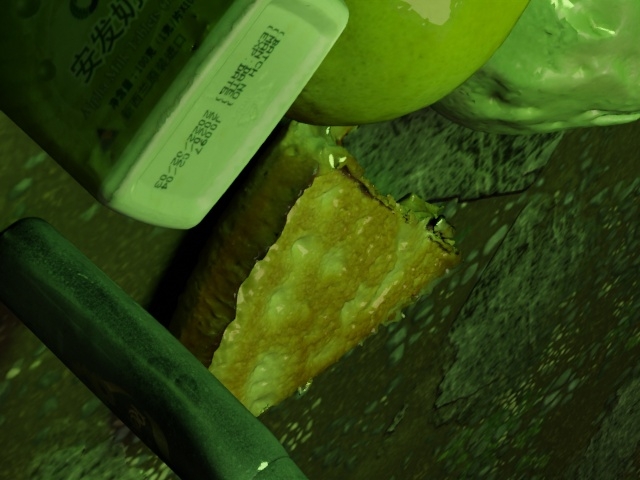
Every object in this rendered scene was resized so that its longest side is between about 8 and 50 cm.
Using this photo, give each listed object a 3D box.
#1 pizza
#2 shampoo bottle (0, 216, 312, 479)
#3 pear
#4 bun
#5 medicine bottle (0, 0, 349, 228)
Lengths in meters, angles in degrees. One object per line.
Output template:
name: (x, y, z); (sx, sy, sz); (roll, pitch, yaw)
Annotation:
pizza: (0.000, 0.000, 1.323); (0.287, 0.074, 0.251); (-33, 152, -33)
shampoo bottle: (-0.097, 0.079, 1.083); (0.049, 0.233, 0.087); (-39, 154, -22)
pear: (0.017, -0.153, 0.996); (0.200, 0.200, 0.200); (-38, 153, -23)
bun: (0.182, -0.172, 1.250); (0.283, 0.179, 0.283); (-35, 150, -23)
medicine bottle: (-0.099, -0.111, 0.855); (0.132, 0.188, 0.088); (-54, 155, 10)
